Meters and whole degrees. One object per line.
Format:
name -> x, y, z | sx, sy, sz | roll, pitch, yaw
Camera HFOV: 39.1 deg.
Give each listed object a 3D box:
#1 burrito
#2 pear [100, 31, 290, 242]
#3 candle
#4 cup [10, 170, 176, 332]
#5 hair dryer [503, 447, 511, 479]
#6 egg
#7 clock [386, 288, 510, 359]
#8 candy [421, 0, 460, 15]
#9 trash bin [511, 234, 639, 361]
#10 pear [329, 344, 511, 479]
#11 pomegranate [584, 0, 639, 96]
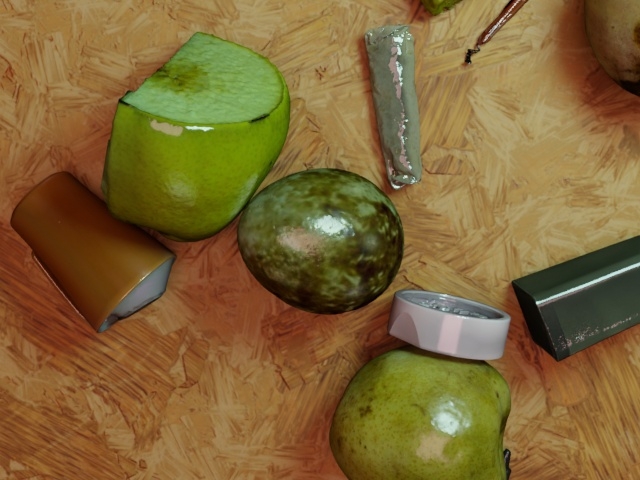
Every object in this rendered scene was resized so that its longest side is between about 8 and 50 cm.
burrito -> 0.131, -0.224, 1.521 | 0.082, 0.059, 0.275 | -8, 98, 8
pear -> -0.194, -0.125, 1.423 | 0.239, 0.342, 0.318 | 23, 124, 2
candle -> 0.299, -0.365, 1.519 | 0.026, 0.021, 0.167 | 41, 96, -25
cup -> -0.391, 0.030, 1.517 | 0.264, 0.182, 0.226 | 44, 127, 2
hair dryer -> 0.307, 0.495, 1.601 | 0.071, 0.114, 0.247 | 19, 90, -11
egg -> 0.000, 0.000, 1.443 | 0.238, 0.290, 0.238 | -7, 80, 43
clock -> 0.213, 0.138, 1.499 | 0.197, 0.197, 0.068 | 11, 97, -1
candy -> 0.175, -0.474, 1.465 | 0.094, 0.106, 0.198 | -30, 92, -13
trash bin -> 0.466, 0.090, 1.509 | 0.241, 0.164, 0.122 | -22, 97, 3
pear -> 0.164, 0.319, 1.481 | 0.304, 0.304, 0.303 | 0, 98, 0
pomegranate -> 0.559, -0.365, 1.372 | 0.322, 0.322, 0.321 | 0, 98, 0
